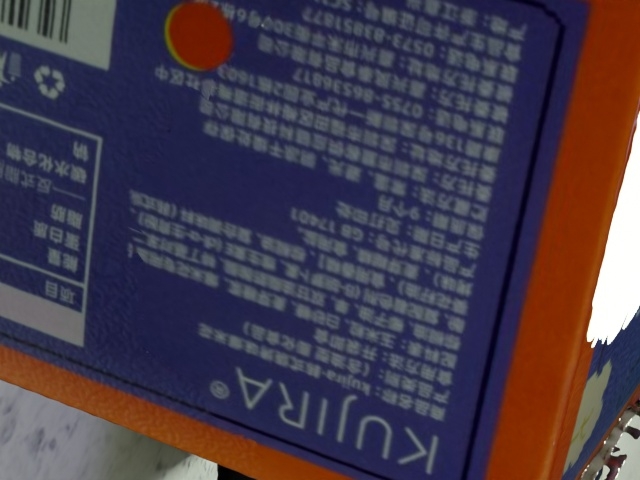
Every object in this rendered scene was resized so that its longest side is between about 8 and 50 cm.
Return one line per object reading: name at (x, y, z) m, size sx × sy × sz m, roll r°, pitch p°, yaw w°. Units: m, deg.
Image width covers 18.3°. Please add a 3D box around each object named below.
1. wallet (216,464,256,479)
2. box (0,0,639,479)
wallet at (0.001, 0.000, 1.234) m, size 0.228 × 0.062 × 0.406 m, roll -100°, pitch -158°, yaw -68°
box at (-0.002, -0.083, 0.814) m, size 0.318 × 0.348 × 0.257 m, roll -43°, pitch 147°, yaw -58°
